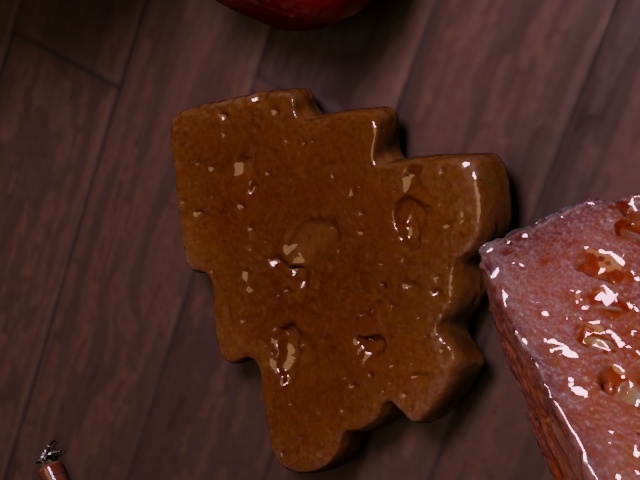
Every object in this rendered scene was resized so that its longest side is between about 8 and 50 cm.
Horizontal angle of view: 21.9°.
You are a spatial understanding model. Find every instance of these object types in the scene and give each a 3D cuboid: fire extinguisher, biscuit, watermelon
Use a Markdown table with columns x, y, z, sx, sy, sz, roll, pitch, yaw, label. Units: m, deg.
| x | y | z | sx | sy | sz | roll | pitch | yaw | label |
| --- | --- | --- | --- | --- | --- | --- | --- | --- | --- |
| -0.206 | 0.202 | 1.327 | 0.028 | 0.022 | 0.083 | -26 | 76 | -6 | fire extinguisher |
| 0.001 | 0.000 | 1.154 | 0.301 | 0.043 | 0.278 | 49 | 120 | 23 | biscuit |
| 0.199 | 0.089 | 0.965 | 0.193 | 0.140 | 0.257 | -33 | 71 | -13 | watermelon |

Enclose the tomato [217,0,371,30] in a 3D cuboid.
| x | y | z | sx | sy | sz | roll | pitch | yaw | label |
| --- | --- | --- | --- | --- | --- | --- | --- | --- | --- |
| -0.032 | -0.224 | 1.096 | 0.187 | 0.151 | 0.187 | 8 | 103 | 35 | tomato |
